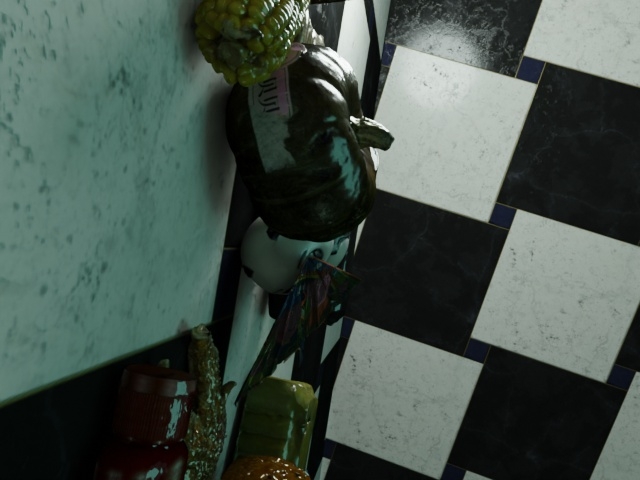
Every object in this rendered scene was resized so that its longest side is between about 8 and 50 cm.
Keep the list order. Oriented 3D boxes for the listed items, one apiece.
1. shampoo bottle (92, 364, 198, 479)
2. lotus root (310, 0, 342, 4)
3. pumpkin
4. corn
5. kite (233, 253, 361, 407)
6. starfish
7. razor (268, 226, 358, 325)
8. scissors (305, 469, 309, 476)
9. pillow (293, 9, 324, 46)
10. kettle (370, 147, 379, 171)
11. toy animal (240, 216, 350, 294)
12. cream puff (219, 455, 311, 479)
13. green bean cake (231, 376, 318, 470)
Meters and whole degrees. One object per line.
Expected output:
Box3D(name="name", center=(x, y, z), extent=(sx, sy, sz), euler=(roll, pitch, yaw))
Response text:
Box3D(name="shampoo bottle", center=(-0.175, 0.276, 0.522), extent=(0.118, 0.076, 0.314), euler=(40, 59, -76))
Box3D(name="lotus root", center=(0.030, -0.490, 0.914), extent=(0.138, 0.119, 0.235), euler=(-25, 123, -73))
Box3D(name="pumpkin", center=(0.000, -0.126, 0.743), extent=(0.260, 0.189, 0.260), euler=(-7, 90, -71))
Box3D(name="corn", center=(-0.054, -0.282, 0.648), extent=(0.102, 0.102, 0.313), euler=(91, 12, -46))
Box3D(name="kite", center=(-0.022, 0.101, 0.853), extent=(0.321, 0.016, 0.234), euler=(-41, 146, -40))
Box3D(name="starfish", center=(-0.157, 0.259, 0.694), extent=(0.299, 0.060, 0.302), euler=(81, 21, -72))
Box3D(name="razor", center=(-0.003, -0.003, 1.086), extent=(0.189, 0.107, 0.327), euler=(-15, -126, 49))
Box3D(name="scissors", center=(-0.088, 0.478, 1.287), extent=(0.191, 0.029, 0.360), euler=(-41, -158, 22))
Box3D(name="pillow", center=(-0.023, -0.329, 1.038), extent=(0.211, 0.034, 0.135), euler=(-3, 104, -80))
Box3D(name="kettle", center=(0.058, -0.162, 1.519), extent=(0.232, 0.144, 0.202), euler=(97, -25, -59))
Box3D(name="toy animal", center=(-0.046, 0.018, 0.895), extent=(0.166, 0.138, 0.179), euler=(-56, 174, 24))
Box3D(name="cream puff", center=(-0.088, 0.457, 0.810), extent=(0.303, 0.212, 0.303), euler=(16, 90, -83))
Box3D(name="green bean cake", center=(-0.085, 0.381, 1.089), extent=(0.233, 0.124, 0.236), euler=(72, 28, -73))
